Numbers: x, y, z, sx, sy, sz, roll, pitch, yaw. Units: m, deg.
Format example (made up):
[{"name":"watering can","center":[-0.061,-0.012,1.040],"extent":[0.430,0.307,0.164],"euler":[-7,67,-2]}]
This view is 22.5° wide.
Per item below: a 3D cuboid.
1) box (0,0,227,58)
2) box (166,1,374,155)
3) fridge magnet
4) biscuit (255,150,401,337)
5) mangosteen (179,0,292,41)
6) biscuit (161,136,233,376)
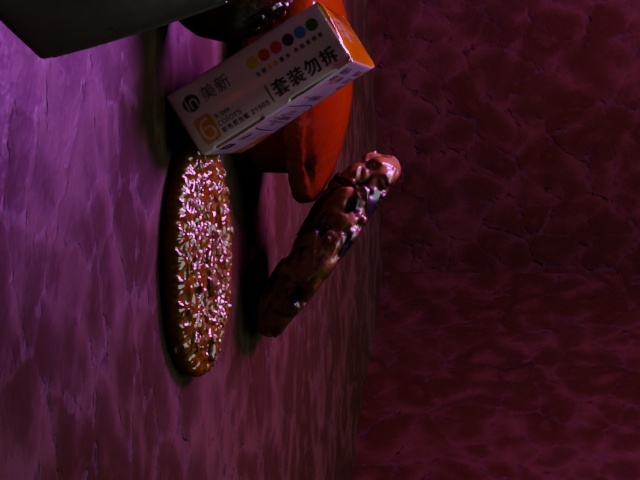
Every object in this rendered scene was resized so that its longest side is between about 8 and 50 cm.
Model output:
[{"name":"box","center":[-0.161,-0.290,1.198],"extent":[0.166,0.221,0.290],"euler":[50,35,-43]},{"name":"box","center":[-0.053,-0.196,1.972],"extent":[0.091,0.221,0.274],"euler":[58,10,0]},{"name":"fridge magnet","center":[-0.031,-0.236,2.364],"extent":[0.363,0.155,0.363],"euler":[1,90,-83]},{"name":"biscuit","center":[0.000,0.000,2.431],"extent":[0.334,0.081,0.289],"euler":[-55,-179,-2]},{"name":"mangosteen","center":[-0.110,-0.318,1.838],"extent":[0.184,0.172,0.172],"euler":[63,13,-9]},{"name":"biscuit","center":[-0.144,0.019,1.980],"extent":[0.305,0.038,0.305],"euler":[0,90,-82]}]
